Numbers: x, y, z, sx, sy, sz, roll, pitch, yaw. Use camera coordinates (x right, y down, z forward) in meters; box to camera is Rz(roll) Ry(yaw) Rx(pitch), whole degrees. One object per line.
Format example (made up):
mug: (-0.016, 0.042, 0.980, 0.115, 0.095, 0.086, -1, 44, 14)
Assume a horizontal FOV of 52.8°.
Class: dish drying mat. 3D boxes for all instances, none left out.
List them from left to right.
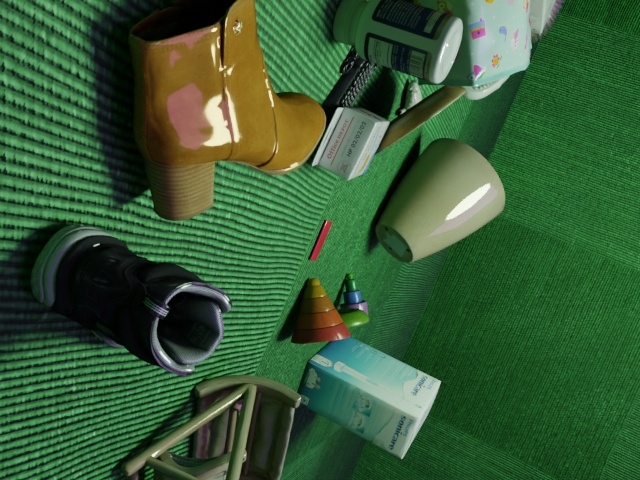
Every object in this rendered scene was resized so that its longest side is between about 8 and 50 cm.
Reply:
dish drying mat: (0.000, 0.000, 1.249, 0.083, 0.008, 0.032, -66, 162, 3)

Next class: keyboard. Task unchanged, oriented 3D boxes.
keyboard: (0.058, -0.268, 1.054, 0.180, 0.023, 0.108, -60, 161, -22)

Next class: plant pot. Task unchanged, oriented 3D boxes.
plant pot: (0.166, -0.227, 1.217, 0.236, 0.032, 0.236, -35, -173, 5)
plant pot: (0.277, -0.074, 1.622, 0.274, 0.256, 0.256, -42, 154, -21)

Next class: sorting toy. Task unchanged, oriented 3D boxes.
sorting toy: (0.030, 0.130, 1.403, 0.365, 0.127, 0.126, -12, 94, -72)

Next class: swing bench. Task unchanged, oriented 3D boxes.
swing bench: (-0.165, 0.371, 1.000, 0.254, 0.165, 0.253, -50, 156, -54)

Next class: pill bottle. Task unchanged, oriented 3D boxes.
pill bottle: (0.107, -0.294, 0.919, 0.094, 0.170, 0.094, -55, 160, -31)

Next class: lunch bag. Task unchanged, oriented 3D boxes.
lunch bag: (0.298, -0.409, 1.177, 0.262, 0.160, 0.223, -24, 117, -37)

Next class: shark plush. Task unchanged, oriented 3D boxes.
shark plush: (0.217, -0.300, 1.429, 0.161, 0.073, 0.067, 11, 72, -67)

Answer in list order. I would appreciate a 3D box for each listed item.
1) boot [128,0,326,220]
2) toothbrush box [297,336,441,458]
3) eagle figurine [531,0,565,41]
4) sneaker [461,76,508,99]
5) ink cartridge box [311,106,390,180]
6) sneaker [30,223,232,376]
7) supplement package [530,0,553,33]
boot: (-0.074, -0.165, 0.669, 0.295, 0.104, 0.211, -42, 151, -43)
toothbrush box: (0.123, 0.375, 1.604, 0.216, 0.296, 0.126, -28, 138, -64)
eagle figurine: (0.548, -0.682, 1.684, 0.225, 0.227, 0.298, 134, -23, -82)
sneaker: (0.484, -0.480, 1.834, 0.366, 0.135, 0.150, -53, 155, -34)
ink cartridge box: (0.053, -0.160, 1.060, 0.104, 0.062, 0.181, -65, 171, 17)
sneaker: (-0.159, 0.080, 0.649, 0.101, 0.153, 0.268, -62, 162, -12)
supplement package: (0.416, -0.607, 1.363, 0.198, 0.199, 0.263, -66, 162, -1)
